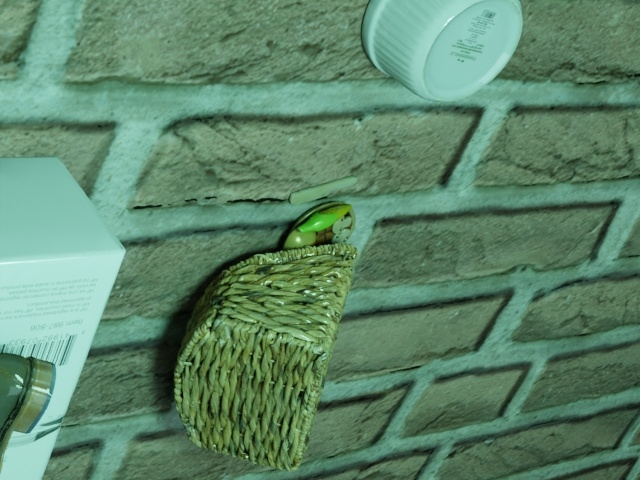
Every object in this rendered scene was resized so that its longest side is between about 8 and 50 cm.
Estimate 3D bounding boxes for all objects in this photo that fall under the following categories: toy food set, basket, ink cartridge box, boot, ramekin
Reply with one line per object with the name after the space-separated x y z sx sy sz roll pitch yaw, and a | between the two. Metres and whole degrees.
0.000 0.000 2.221 0.132 0.038 0.192 -19 140 -29 | toy food set
-0.087 0.148 2.222 0.299 0.214 0.223 102 3 -45 | basket
-0.399 0.122 1.505 0.286 0.166 0.394 -4 131 -38 | ink cartridge box
-0.341 0.176 1.430 0.106 0.082 0.219 21 120 -27 | boot
0.167 -0.279 2.013 0.207 0.109 0.207 -25 142 -21 | ramekin
